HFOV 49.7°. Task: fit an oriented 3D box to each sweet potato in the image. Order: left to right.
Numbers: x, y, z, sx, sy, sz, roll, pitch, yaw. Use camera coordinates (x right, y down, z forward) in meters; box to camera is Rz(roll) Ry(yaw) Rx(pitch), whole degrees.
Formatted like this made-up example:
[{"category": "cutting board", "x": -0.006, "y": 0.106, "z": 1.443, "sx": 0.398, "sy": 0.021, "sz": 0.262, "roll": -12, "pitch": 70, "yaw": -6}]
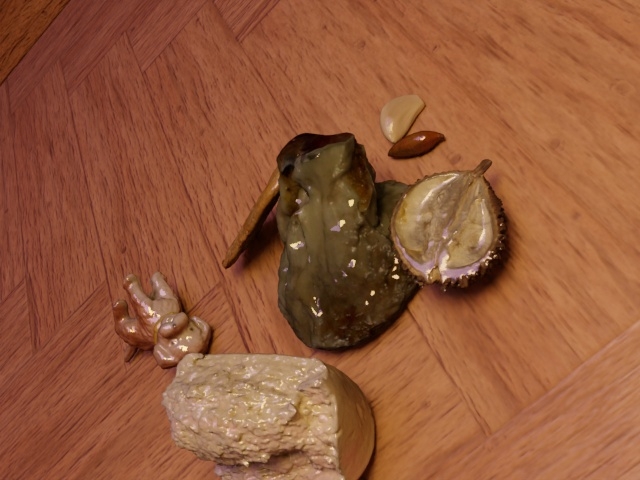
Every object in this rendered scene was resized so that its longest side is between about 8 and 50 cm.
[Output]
[{"category": "sweet potato", "x": 0.133, "y": -0.137, "z": 0.991, "sx": 0.095, "sy": 0.034, "sz": 0.034, "roll": -19, "pitch": 55, "yaw": 36}]

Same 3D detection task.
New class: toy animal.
[{"category": "toy animal", "x": -0.261, "y": 0.171, "z": 1.146, "sx": 0.185, "sy": 0.104, "sz": 0.183, "roll": 31, "pitch": 118, "yaw": 30}]

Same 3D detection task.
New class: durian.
[{"category": "durian", "x": 0.170, "y": -0.016, "z": 0.849, "sx": 0.148, "sy": 0.091, "sz": 0.188, "roll": 19, "pitch": 77, "yaw": 34}]

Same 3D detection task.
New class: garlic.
[{"category": "garlic", "x": 0.117, "y": -0.186, "z": 1.031, "sx": 0.083, "sy": 0.041, "sz": 0.053, "roll": -50, "pitch": 48, "yaw": -3}]

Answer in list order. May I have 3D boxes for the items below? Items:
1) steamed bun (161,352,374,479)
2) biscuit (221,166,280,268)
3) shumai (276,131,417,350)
[{"category": "steamed bun", "x": -0.054, "y": 0.227, "z": 0.822, "sx": 0.225, "sy": 0.200, "sz": 0.170, "roll": -12, "pitch": 53, "yaw": 39}, {"category": "biscuit", "x": -0.093, "y": -0.045, "z": 1.054, "sx": 0.247, "sy": 0.029, "sz": 0.118, "roll": -53, "pitch": 2, "yaw": 44}, {"category": "shumai", "x": 0.000, "y": 0.000, "z": 0.912, "sx": 0.222, "sy": 0.204, "sz": 0.271, "roll": -4, "pitch": 67, "yaw": 41}]
